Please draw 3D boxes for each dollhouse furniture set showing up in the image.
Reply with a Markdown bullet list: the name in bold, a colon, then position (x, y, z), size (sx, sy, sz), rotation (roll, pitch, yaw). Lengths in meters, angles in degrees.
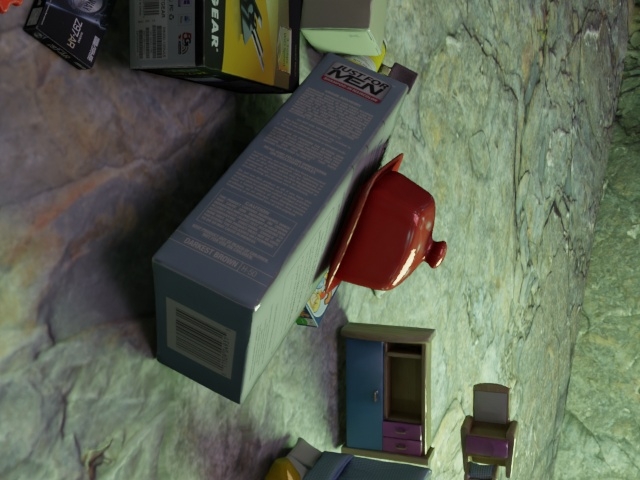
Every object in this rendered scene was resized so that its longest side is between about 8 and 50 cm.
- **dollhouse furniture set**: position (0.101, 0.250, 1.007), size (0.303, 0.287, 0.198), rotation (-25, 115, -67)
- **dollhouse furniture set**: position (0.078, -0.225, 1.173), size (0.114, 0.091, 0.081), rotation (-65, -169, 7)

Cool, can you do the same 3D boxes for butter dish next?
- **butter dish**: position (0.091, -0.005, 0.890), size (0.159, 0.118, 0.160), rotation (-67, 170, 21)

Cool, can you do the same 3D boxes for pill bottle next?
- **pill bottle**: position (0.047, -0.241, 1.066), size (0.065, 0.065, 0.116), rotation (56, 49, -45)

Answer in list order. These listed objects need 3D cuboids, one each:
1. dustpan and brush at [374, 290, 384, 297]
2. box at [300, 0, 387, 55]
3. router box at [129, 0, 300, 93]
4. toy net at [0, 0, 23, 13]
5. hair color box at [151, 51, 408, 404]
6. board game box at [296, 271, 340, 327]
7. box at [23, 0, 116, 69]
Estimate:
- **dustpan and brush**: position (0.095, 0.031, 1.159), size (0.147, 0.060, 0.211), rotation (-61, 149, -30)
- **box**: position (0.042, -0.390, 0.988), size (0.113, 0.094, 0.274), rotation (19, 77, -76)
- **router box**: position (-0.096, -0.312, 0.765), size (0.243, 0.081, 0.308), rotation (-17, 109, -70)
- **toy net**: position (-0.287, -0.162, 0.560), size (0.122, 0.045, 0.232), rotation (8, 89, -60)
- **hair color box**: position (-0.036, -0.026, 0.851), size (0.374, 0.114, 0.185), rotation (-56, 166, -38)
- **board game box**: position (0.000, 0.000, 1.049), size (0.201, 0.035, 0.136), rotation (-61, 141, -35)
- **box**: position (-0.221, -0.206, 0.679), size (0.067, 0.018, 0.083), rotation (37, 63, -53)
